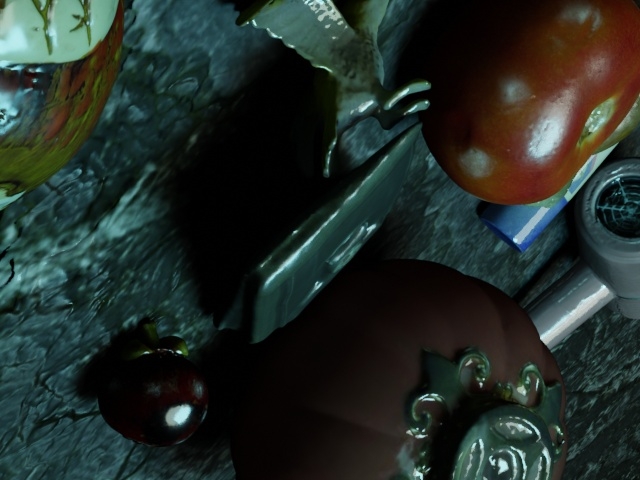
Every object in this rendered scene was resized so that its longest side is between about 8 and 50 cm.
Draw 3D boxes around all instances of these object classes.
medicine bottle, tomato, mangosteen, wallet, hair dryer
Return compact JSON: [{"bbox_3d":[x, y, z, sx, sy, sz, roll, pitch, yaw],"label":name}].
[{"bbox_3d":[0.247,-0.092,1.526,0.231,0.059,0.059,-50,158,-2],"label":"medicine bottle"},{"bbox_3d":[0.160,-0.122,1.217,0.195,0.136,0.195,-43,158,-23],"label":"tomato"},{"bbox_3d":[-0.117,0.109,1.140,0.081,0.081,0.081,-40,156,-22],"label":"mangosteen"},{"bbox_3d":[0.000,0.000,1.122,0.168,0.052,0.245,-42,177,-12],"label":"wallet"},{"bbox_3d":[0.265,0.073,1.765,0.352,0.125,0.210,-41,156,-4],"label":"hair dryer"}]

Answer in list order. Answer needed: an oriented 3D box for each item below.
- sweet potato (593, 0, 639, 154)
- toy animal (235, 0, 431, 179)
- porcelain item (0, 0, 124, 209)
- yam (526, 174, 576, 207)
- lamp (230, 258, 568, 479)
[{"bbox_3d":[0.300,-0.225,1.365,0.385,0.109,0.109,-54,158,-8],"label":"sweet potato"},{"bbox_3d":[0.030,-0.111,1.050,0.155,0.095,0.219,-39,156,-15],"label":"toy animal"},{"bbox_3d":[-0.187,-0.113,0.549,0.253,0.253,0.253,-40,156,-22],"label":"porcelain item"},{"bbox_3d":[0.221,-0.102,1.455,0.070,0.070,0.146,-12,137,-56],"label":"yam"},{"bbox_3d":[0.065,0.165,1.319,0.303,0.257,0.303,-7,102,-37],"label":"lamp"}]
